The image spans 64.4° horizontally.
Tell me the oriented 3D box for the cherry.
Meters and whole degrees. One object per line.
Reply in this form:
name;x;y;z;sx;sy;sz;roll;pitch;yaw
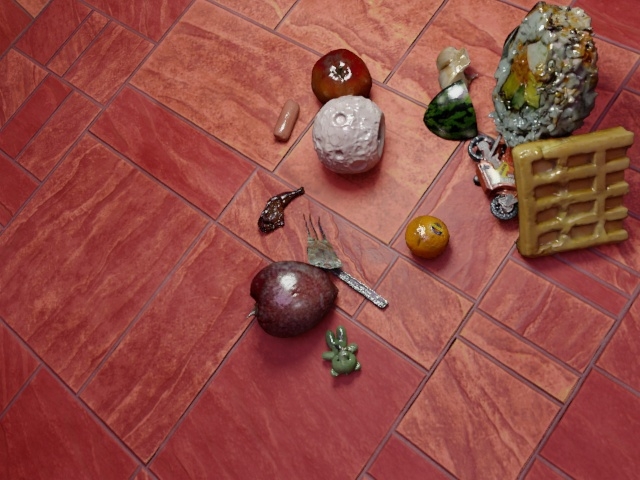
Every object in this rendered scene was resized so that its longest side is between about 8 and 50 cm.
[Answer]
cherry;-0.086;0.172;1.549;0.300;0.203;0.230;-11;62;-13

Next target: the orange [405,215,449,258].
orange;0.322;-0.010;1.552;0.136;0.117;0.135;16;58;-27

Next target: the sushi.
sushi;0.630;-0.458;1.437;0.176;0.417;0.417;2;72;-7

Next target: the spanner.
spanner;0.080;0.114;1.620;0.325;0.026;0.093;35;82;19

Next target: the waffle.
waffle;0.695;-0.121;1.415;0.304;0.077;0.348;-11;113;5

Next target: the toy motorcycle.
toy motorcycle;0.567;-0.204;1.572;0.171;0.089;0.298;-16;69;7

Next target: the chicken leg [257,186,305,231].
chicken leg;-0.140;-0.114;1.735;0.093;0.053;0.205;32;88;-3

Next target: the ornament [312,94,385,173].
ornament;0.089;-0.342;1.645;0.225;0.259;0.259;6;74;14

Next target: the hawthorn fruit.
hawthorn fruit;0.068;-0.547;1.733;0.215;0.249;0.215;1;97;5

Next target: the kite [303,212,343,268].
kite;-0.002;0.002;1.636;0.016;0.127;0.229;-50;40;37

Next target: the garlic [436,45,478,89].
garlic;0.455;-0.582;1.728;0.124;0.099;0.174;-23;63;26

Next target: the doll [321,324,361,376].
doll;0.057;0.331;1.531;0.115;0.077;0.150;-18;57;-4

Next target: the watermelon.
watermelon;0.432;-0.424;1.650;0.193;0.145;0.137;21;74;19

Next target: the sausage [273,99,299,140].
sausage;-0.121;-0.434;1.827;0.062;0.062;0.154;15;77;18
